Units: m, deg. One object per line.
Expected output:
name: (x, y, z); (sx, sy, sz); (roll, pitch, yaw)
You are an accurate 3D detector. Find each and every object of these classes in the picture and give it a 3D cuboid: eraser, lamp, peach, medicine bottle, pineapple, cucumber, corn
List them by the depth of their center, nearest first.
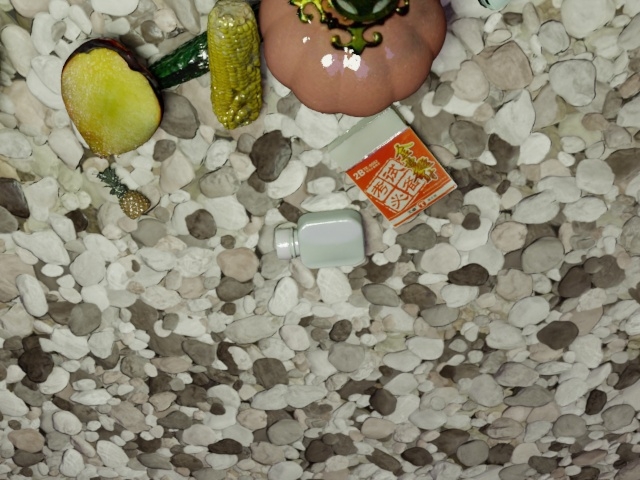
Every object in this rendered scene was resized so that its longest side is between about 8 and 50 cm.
lamp: (0.051, -0.345, 1.172); (0.305, 0.239, 0.305); (0, 82, 2)
corn: (-0.146, -0.291, 1.217); (0.097, 0.097, 0.320); (3, 158, -3)
cucumber: (-0.203, -0.336, 1.276); (0.293, 0.067, 0.067); (-24, 121, 14)
peach: (-0.375, -0.260, 1.311); (0.189, 0.068, 0.279); (27, 138, -8)
eraser: (0.143, -0.147, 1.425); (0.157, 0.038, 0.230); (-34, 119, 19)
pineapple: (-0.400, -0.100, 1.440); (0.058, 0.058, 0.124); (-36, 103, 20)
medicine bottle: (0.000, 0.000, 1.498); (0.183, 0.069, 0.119); (-7, 124, 1)

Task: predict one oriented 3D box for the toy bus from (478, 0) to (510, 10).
toy bus: (0.343, -0.466, 1.191); (0.194, 0.089, 0.087); (-30, 119, 16)
